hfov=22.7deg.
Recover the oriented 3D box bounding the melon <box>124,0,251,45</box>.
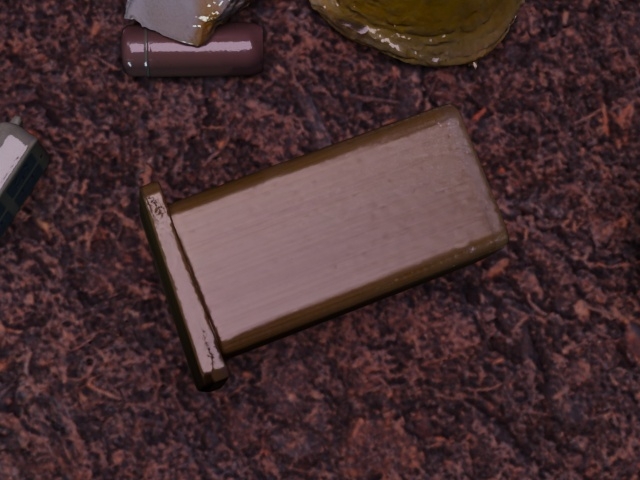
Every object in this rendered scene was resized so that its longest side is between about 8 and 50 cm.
[{"bbox_3d":[-0.093,-0.273,1.538,0.202,0.139,0.093,-37,75,-19],"label":"melon"}]

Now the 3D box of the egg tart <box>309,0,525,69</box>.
[{"bbox_3d":[0.097,-0.288,1.586,0.232,0.098,0.252,-36,82,-10],"label":"egg tart"}]

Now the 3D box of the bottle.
[{"bbox_3d":[-0.126,-0.189,1.577,0.140,0.053,0.053,-1,83,-4],"label":"bottle"}]

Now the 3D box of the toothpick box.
[{"bbox_3d":[0.000,0.000,1.501,0.308,0.187,0.190,-20,83,-9],"label":"toothpick box"}]

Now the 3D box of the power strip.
[{"bbox_3d":[-0.344,0.005,1.508,0.046,0.118,0.270,32,82,-2],"label":"power strip"}]
